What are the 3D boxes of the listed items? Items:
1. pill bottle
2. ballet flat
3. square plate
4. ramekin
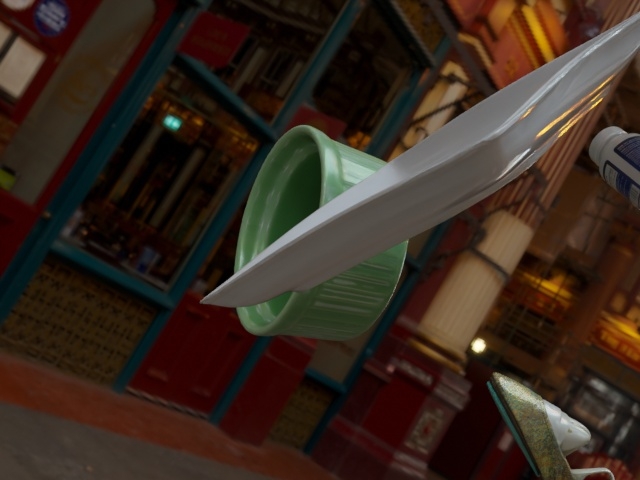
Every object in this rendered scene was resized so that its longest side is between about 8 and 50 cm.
[{"bbox_3d":[0.363,-0.081,1.007,0.067,0.067,0.120,35,15,-40],"label":"pill bottle"},{"bbox_3d":[0.371,0.343,1.327,0.123,0.123,0.349,74,-8,-83],"label":"ballet flat"},{"bbox_3d":[0.101,-0.062,0.778,0.347,0.344,0.049,-29,-84,44],"label":"square plate"},{"bbox_3d":[0.000,0.000,1.268,0.148,0.303,0.303,14,2,-23],"label":"ramekin"}]
